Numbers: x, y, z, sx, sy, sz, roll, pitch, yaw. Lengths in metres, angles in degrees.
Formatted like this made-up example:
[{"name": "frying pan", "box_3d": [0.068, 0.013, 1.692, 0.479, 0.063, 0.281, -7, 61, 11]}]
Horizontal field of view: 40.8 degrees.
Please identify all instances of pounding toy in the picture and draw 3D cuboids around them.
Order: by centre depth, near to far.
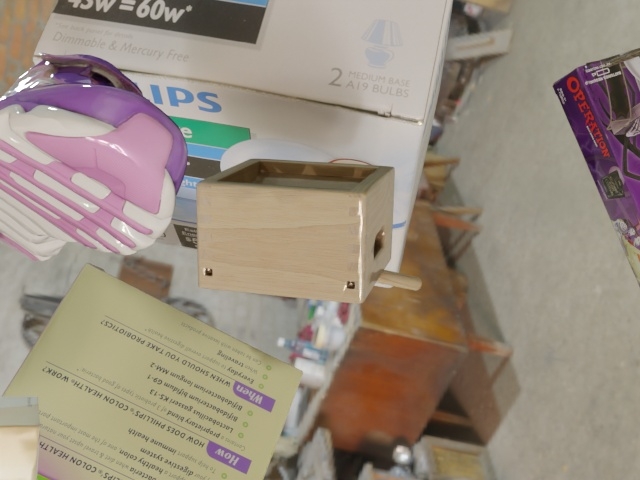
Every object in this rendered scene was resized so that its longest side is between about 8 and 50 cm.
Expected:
[{"name": "pounding toy", "box_3d": [0.000, 0.000, 0.603, 0.141, 0.130, 0.100, -43, -44, -70]}]

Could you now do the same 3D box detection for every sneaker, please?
[{"name": "sneaker", "box_3d": [-0.128, -0.054, 0.439, 0.236, 0.095, 0.104, -3, 51, 58]}]

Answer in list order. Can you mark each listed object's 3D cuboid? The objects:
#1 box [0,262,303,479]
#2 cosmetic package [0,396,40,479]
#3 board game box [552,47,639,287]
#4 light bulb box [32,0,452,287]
[{"name": "box", "box_3d": [-0.163, 0.182, 0.713, 0.117, 0.214, 0.243, -54, 11, 51]}, {"name": "cosmetic package", "box_3d": [-0.241, 0.127, 0.550, 0.060, 0.115, 0.041, -154, 69, -67]}, {"name": "board game box", "box_3d": [0.398, -0.100, 0.778, 0.208, 0.347, 0.056, 70, 161, 2]}, {"name": "light bulb box", "box_3d": [-0.058, -0.146, 0.923, 0.361, 0.358, 0.225, 87, -166, -64]}]
